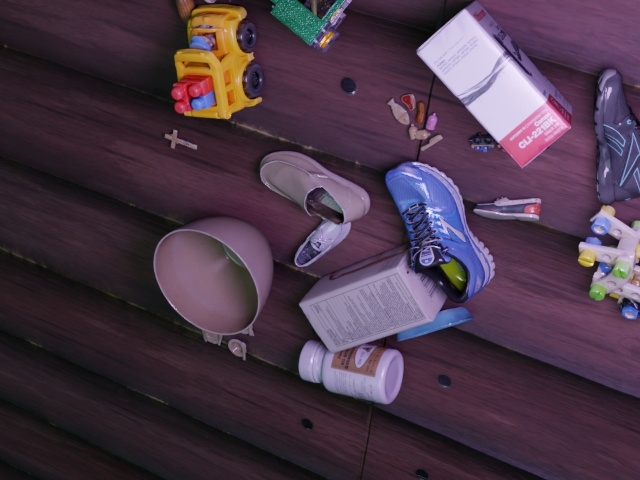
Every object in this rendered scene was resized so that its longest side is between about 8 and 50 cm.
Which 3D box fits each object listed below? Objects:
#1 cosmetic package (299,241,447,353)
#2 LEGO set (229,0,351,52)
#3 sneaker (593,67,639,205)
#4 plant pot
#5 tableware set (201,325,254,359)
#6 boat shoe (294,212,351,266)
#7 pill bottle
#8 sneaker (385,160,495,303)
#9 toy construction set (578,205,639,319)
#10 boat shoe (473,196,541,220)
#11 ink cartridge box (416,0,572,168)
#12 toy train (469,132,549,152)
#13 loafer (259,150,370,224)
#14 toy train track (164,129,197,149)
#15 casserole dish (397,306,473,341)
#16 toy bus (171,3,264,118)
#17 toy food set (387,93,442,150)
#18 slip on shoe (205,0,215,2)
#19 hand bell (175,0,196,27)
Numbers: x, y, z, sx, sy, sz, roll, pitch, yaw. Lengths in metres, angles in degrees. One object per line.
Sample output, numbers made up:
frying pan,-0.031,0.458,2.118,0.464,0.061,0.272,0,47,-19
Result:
cosmetic package,0.119,0.128,2.046,0.296,0.129,0.153,-22,107,38
LEGO set,-0.032,-0.512,1.731,0.331,0.192,0.255,32,101,5
sneaker,0.542,-0.187,1.630,0.106,0.101,0.267,-1,127,20
plant pot,-0.221,0.053,2.157,0.284,0.191,0.284,16,126,22
tableware set,-0.249,0.235,2.403,0.168,0.020,0.141,18,127,19
boat shoe,0.000,0.000,2.076,0.066,0.063,0.184,49,131,-5
pill bottle,0.071,0.305,2.186,0.229,0.131,0.131,8,123,26
sneaker,0.237,-0.014,1.874,0.130,0.147,0.330,-27,102,39
toy construction set,0.633,0.080,1.682,0.327,0.151,0.215,33,153,27
boat shoe,0.374,-0.066,1.829,0.137,0.049,0.043,4,79,31
ink cartridge box,0.311,-0.282,1.612,0.273,0.197,0.114,46,114,-3
toy train,0.365,-0.188,1.767,0.158,0.027,0.036,4,132,28
loafer,-0.023,-0.114,1.998,0.268,0.092,0.102,22,128,17
toy train track,-0.326,-0.234,2.153,0.083,0.014,0.048,22,121,10
casserole dish,0.249,0.183,2.025,0.188,0.114,0.037,-24,77,38
toy bus,-0.235,-0.356,1.891,0.149,0.211,0.220,9,122,27
toy food set,0.196,-0.246,1.835,0.078,0.019,0.122,-30,93,39
slip on shoe,-0.225,-0.553,1.865,0.041,0.051,0.135,9,115,29
hand bell,-0.300,-0.547,1.893,0.126,0.126,0.242,11,136,24
